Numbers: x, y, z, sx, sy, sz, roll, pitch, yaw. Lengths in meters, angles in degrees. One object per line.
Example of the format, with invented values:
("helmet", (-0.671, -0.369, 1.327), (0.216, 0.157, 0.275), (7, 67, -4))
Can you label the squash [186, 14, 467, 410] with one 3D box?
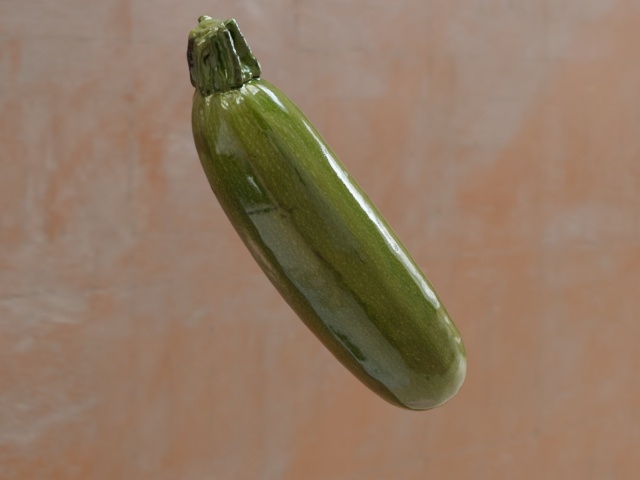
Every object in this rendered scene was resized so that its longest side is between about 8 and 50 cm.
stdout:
("squash", (0.000, 0.000, 0.937), (0.252, 0.066, 0.066), (53, 54, -29))
